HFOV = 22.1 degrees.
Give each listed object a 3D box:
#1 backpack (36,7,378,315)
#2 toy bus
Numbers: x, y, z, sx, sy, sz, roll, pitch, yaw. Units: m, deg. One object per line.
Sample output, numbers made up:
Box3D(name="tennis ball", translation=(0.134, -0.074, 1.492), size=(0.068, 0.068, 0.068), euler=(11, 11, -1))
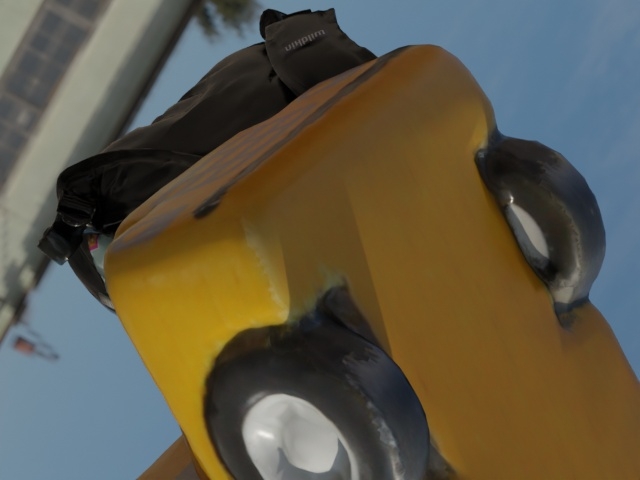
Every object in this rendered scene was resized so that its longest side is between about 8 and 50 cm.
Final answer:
Box3D(name="backpack", translation=(0.000, 0.000, 0.628), size=(0.152, 0.115, 0.182), euler=(-45, -140, -16))
Box3D(name="toy bus", translation=(0.048, 0.125, 0.420), size=(0.130, 0.332, 0.108), euler=(-19, -164, 41))
